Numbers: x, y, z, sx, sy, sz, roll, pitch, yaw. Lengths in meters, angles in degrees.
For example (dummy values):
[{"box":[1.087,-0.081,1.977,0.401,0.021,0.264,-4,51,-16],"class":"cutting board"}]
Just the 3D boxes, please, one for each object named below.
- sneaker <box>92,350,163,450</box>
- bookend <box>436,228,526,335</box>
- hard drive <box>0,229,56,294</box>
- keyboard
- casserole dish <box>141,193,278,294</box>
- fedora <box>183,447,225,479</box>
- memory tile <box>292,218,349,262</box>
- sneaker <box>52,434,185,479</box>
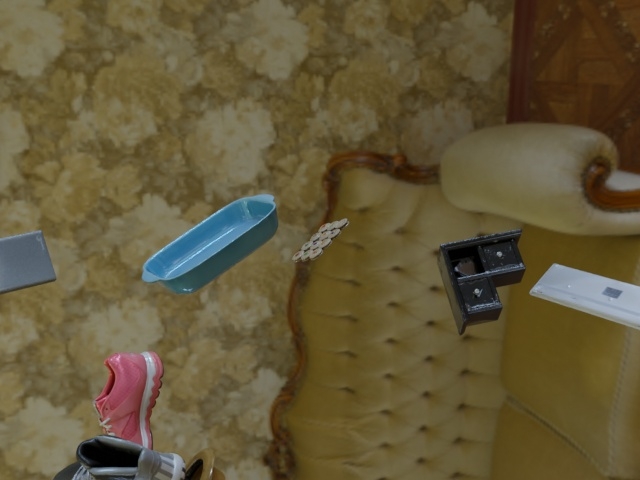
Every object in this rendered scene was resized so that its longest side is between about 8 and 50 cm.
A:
[{"box":[-0.446,0.395,1.814,0.116,0.136,0.313,-10,70,53],"class":"sneaker"},{"box":[0.309,0.075,1.500,0.072,0.156,0.157,86,173,-61],"class":"bookend"},{"box":[-0.538,0.041,1.424,0.022,0.135,0.094,-31,77,56],"class":"hard drive"},{"box":[0.431,0.086,1.227,0.256,0.072,0.014,19,143,52],"class":"keyboard"},{"box":[-0.127,0.007,0.990,0.114,0.188,0.037,15,137,56],"class":"casserole dish"},{"box":[-0.272,0.572,1.868,0.194,0.079,0.194,-48,22,27],"class":"fedora"},{"box":[0.000,0.000,2.030,0.113,0.148,0.012,-8,124,54],"class":"memory tile"},{"box":[-0.311,0.310,1.135,0.132,0.229,0.086,49,-146,-46],"class":"sneaker"}]
